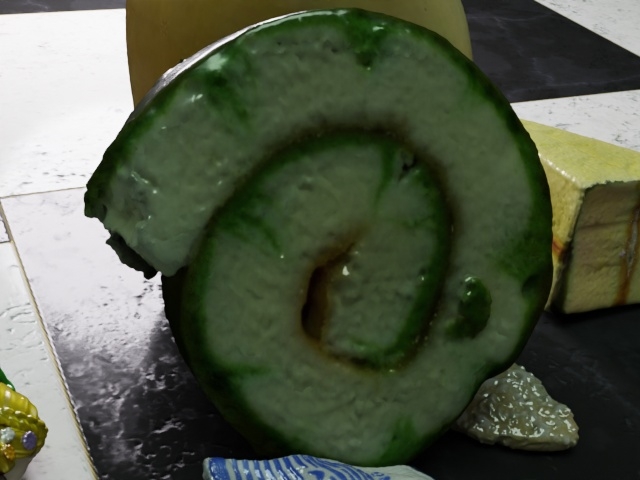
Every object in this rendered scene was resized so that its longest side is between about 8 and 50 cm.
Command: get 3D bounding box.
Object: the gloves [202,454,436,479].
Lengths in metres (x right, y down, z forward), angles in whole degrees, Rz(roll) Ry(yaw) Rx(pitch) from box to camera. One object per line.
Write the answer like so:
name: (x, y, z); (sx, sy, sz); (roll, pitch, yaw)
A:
gloves: (-0.010, 0.207, 0.692); (0.229, 0.097, 0.119); (-4, 70, -21)

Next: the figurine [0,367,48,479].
figurine: (-0.261, 0.143, 0.748); (0.095, 0.115, 0.156); (12, 28, -11)

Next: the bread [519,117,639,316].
bread: (0.282, -0.051, 1.113); (0.163, 0.167, 0.264); (-7, 32, -22)

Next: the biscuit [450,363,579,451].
biscuit: (0.130, 0.122, 0.928); (0.133, 0.032, 0.250); (-8, 35, -20)

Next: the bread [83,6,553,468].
bread: (0.000, 0.000, 0.778); (0.382, 0.366, 0.129); (12, 4, -17)

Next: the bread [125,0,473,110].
bread: (-0.010, -0.110, 0.962); (0.348, 0.376, 0.253); (-6, 14, -9)
